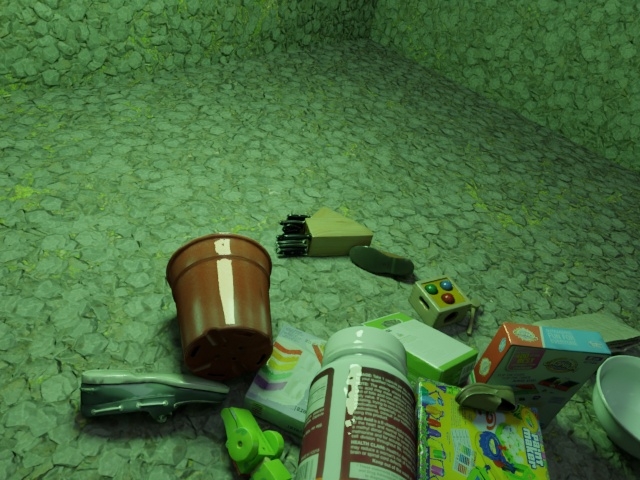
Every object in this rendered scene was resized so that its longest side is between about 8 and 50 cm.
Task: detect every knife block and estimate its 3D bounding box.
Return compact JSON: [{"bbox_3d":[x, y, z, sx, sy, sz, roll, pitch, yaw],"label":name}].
[{"bbox_3d":[0.000,0.000,1.640,0.275,0.088,0.242,28,42,16],"label":"knife block"}]

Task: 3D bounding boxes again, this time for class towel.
[{"bbox_3d":[0.803,0.281,1.529,0.282,0.049,0.187,-3,14,-19],"label":"towel"}]

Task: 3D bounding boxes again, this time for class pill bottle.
[{"bbox_3d":[0.077,0.379,1.006,0.223,0.224,0.392,13,40,-1],"label":"pill bottle"}]

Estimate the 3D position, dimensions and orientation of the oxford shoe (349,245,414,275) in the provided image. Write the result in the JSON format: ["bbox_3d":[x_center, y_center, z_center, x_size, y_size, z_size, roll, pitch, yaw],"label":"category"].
[{"bbox_3d":[0.197,0.066,1.651,0.212,0.076,0.076,17,9,7],"label":"oxford shoe"}]

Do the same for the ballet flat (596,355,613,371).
[{"bbox_3d":[0.855,0.385,1.453,0.213,0.072,0.068,25,51,15],"label":"ballet flat"}]

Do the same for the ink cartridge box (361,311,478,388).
[{"bbox_3d":[0.248,0.293,1.329,0.255,0.097,0.188,25,21,39],"label":"ink cartridge box"}]

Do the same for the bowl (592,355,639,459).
[{"bbox_3d":[0.825,0.455,1.307,0.297,0.134,0.298,9,40,-7],"label":"bowl"}]

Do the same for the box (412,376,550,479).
[{"bbox_3d":[0.314,0.489,1.079,0.278,0.177,0.290,15,39,1],"label":"box"}]

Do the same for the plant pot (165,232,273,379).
[{"bbox_3d":[-0.232,0.169,1.226,0.272,0.273,0.265,0,43,-17],"label":"plant pot"}]

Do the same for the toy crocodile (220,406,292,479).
[{"bbox_3d":[-0.110,0.480,1.031,0.340,0.105,0.115,46,7,34],"label":"toy crocodile"}]

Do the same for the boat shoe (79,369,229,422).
[{"bbox_3d":[-0.366,0.349,1.134,0.319,0.116,0.099,9,82,-17],"label":"boat shoe"}]

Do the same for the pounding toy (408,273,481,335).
[{"bbox_3d":[0.405,0.190,1.528,0.205,0.094,0.181,-10,45,-26],"label":"pounding toy"}]

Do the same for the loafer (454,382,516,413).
[{"bbox_3d":[0.359,0.340,1.090,0.147,0.056,0.050,1,34,-16],"label":"loafer"}]

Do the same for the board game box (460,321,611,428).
[{"bbox_3d":[0.488,0.331,1.210,0.242,0.317,0.064,7,40,-9],"label":"board game box"}]

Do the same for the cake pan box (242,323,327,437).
[{"bbox_3d":[-0.019,0.351,1.232,0.266,0.070,0.246,22,42,8],"label":"cake pan box"}]
